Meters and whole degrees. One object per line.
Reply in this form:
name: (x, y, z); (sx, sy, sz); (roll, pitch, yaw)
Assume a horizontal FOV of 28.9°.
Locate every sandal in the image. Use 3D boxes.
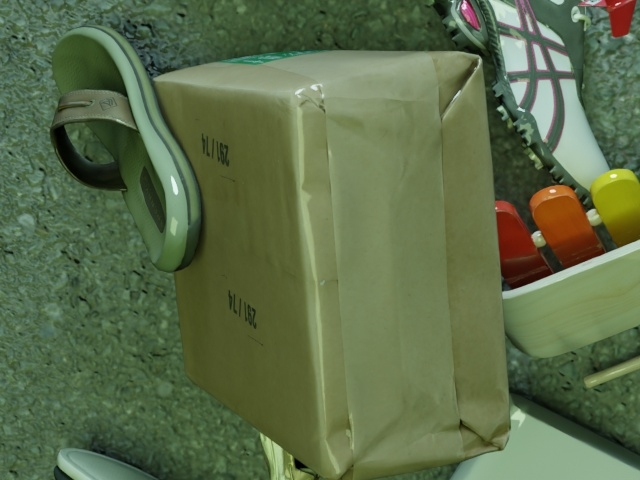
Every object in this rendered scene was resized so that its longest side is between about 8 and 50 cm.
sandal: (-0.191, -0.092, 1.110); (0.086, 0.303, 0.120); (-11, 135, -24)

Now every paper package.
paper package: (0.000, 0.000, 1.033); (0.168, 0.325, 0.309); (-10, 102, -23)

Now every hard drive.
hard drive: (0.188, 0.339, 1.198); (0.233, 0.047, 0.353); (27, 108, -11)

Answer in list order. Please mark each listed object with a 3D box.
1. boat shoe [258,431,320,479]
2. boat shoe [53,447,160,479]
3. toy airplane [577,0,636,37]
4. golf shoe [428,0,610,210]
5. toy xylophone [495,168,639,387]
boat shoe: (-0.024, 0.232, 1.244); (0.045, 0.050, 0.135); (-13, 99, 20)
boat shoe: (-0.137, 0.334, 1.253); (0.340, 0.127, 0.113); (31, 95, -6)
toy airplane: (0.289, -0.223, 1.038); (0.151, 0.028, 0.151); (-8, 134, -8)
golf shoe: (0.197, -0.153, 1.086); (0.120, 0.105, 0.273); (-32, 95, 10)
toy xylophone: (0.278, 0.022, 1.084); (0.322, 0.081, 0.236); (-18, 141, 10)
